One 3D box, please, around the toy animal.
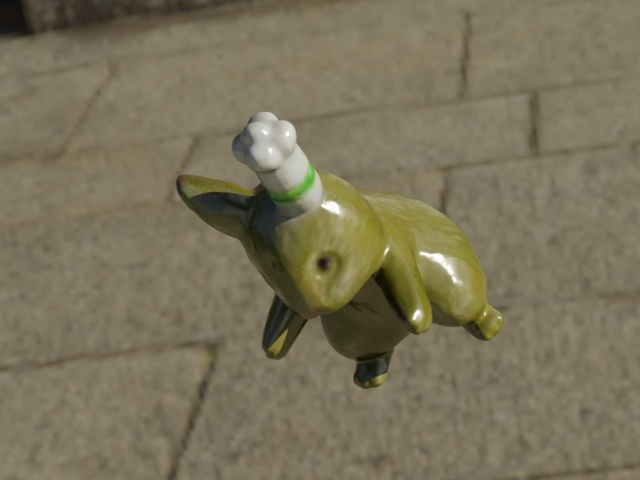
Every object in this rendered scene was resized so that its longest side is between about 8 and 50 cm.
[{"bbox_3d":[0.006,0.019,1.753,0.181,0.180,0.363,-19,-22,32],"label":"toy animal"}]
